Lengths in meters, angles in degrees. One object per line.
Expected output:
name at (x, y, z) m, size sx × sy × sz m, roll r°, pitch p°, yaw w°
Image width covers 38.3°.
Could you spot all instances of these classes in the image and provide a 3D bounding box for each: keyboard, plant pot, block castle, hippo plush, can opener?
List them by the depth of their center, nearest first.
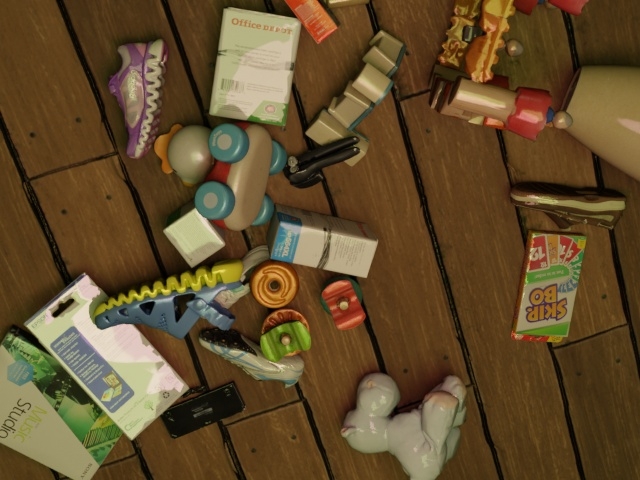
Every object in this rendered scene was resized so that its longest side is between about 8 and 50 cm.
block castle at (0.348, -0.352, 1.658) m, size 0.213 × 0.453 × 0.302 m, roll 16°, pitch 103°, yaw -3°
plant pot at (0.629, -0.245, 1.849) m, size 0.274 × 0.256 × 0.256 m, roll 20°, pitch 104°, yaw 4°
can opener at (0.002, -0.164, 1.851) m, size 0.186 × 0.059 × 0.073 m, roll -27°, pitch 153°, yaw 30°
keyboard at (-0.265, 0.360, 2.023) m, size 0.180 × 0.023 × 0.108 m, roll -22°, pitch 114°, yaw -1°
hippo plush at (0.176, 0.413, 2.026) m, size 0.237 × 0.234 × 0.294 m, roll 16°, pitch 90°, yaw 20°

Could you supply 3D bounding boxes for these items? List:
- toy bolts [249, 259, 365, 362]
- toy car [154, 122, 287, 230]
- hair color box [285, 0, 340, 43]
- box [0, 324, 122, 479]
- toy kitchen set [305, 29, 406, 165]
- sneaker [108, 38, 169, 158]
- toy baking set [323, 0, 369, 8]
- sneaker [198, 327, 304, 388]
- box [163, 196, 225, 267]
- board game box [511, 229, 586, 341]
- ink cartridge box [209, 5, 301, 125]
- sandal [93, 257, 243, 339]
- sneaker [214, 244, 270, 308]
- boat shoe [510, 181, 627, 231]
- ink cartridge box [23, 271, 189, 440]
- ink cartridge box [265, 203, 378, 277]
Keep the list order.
toy bolts at (-0.031, 0.118, 1.912) m, size 0.229 × 0.158 × 0.218 m, roll -19°, pitch 99°, yaw 1°
toy car at (-0.224, -0.142, 1.806) m, size 0.238 × 0.219 × 0.210 m, roll 15°, pitch 93°, yaw 21°
hair color box at (-0.033, -0.458, 1.741) m, size 0.053 × 0.093 × 0.167 m, roll -37°, pitch 102°, yaw 15°
box at (-0.576, 0.355, 1.964) m, size 0.322 × 0.058 × 0.232 m, roll 32°, pitch 100°, yaw -17°
toy kitchen set at (0.093, -0.286, 1.850) m, size 0.122 × 0.166 × 0.207 m, roll 35°, pitch 136°, yaw -15°
sneaker at (-0.362, -0.279, 1.786) m, size 0.105 × 0.095 × 0.236 m, roll 9°, pitch 101°, yaw -3°
toy baking set at (0.062, -0.552, 1.780) m, size 0.256 × 0.030 × 0.196 m, roll -5°, pitch 107°, yaw -5°
sneaker at (-0.153, 0.254, 1.973) m, size 0.237 × 0.085 × 0.086 m, roll 22°, pitch 110°, yaw -9°
box at (-0.254, -0.019, 1.866) m, size 0.087 × 0.101 × 0.102 m, roll -34°, pitch 107°, yaw 4°
board game box at (0.501, 0.107, 2.033) m, size 0.124 × 0.039 × 0.259 m, roll 4°, pitch 109°, yaw -7°
ink cartridge box at (-0.128, -0.341, 1.791) m, size 0.153 × 0.087 × 0.208 m, roll 9°, pitch 106°, yaw -9°
sandal at (-0.295, 0.137, 1.833) m, size 0.318 × 0.126 × 0.138 m, roll -14°, pitch 97°, yaw 4°
sneaker at (-0.179, 0.092, 1.913) m, size 0.212 × 0.094 × 0.080 m, roll -40°, pitch 109°, yaw 6°
boat shoe at (0.522, -0.062, 1.953) m, size 0.258 × 0.095 × 0.095 m, roll 5°, pitch 112°, yaw -9°
ink cartridge box at (-0.442, 0.238, 1.910) m, size 0.165 × 0.065 × 0.332 m, roll -41°, pitch 103°, yaw -13°
ink cartridge box at (0.000, 0.000, 1.878) m, size 0.203 × 0.148 × 0.085 m, roll 13°, pitch 104°, yaw -10°
